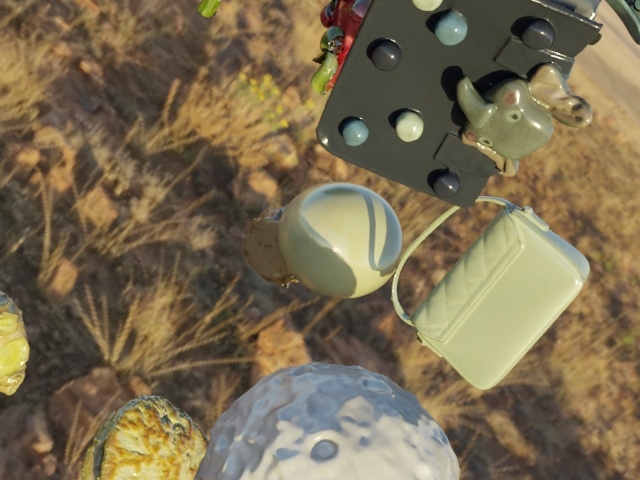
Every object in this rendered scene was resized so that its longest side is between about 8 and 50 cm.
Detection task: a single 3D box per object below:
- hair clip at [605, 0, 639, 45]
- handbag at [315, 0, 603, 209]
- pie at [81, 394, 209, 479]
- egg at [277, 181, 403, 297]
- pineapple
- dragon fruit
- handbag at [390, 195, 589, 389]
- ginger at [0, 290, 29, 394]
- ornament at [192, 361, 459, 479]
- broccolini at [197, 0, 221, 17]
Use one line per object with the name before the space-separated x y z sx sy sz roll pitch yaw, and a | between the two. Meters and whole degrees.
hair clip | 0.370 -0.385 1.354 0.275 0.083 0.048 35 -2 15
handbag | 0.160 -0.179 1.061 0.269 0.326 0.118 24 51 -2
pie | -0.249 0.328 1.351 0.179 0.084 0.205 27 59 -30
egg | 0.032 -0.002 1.488 0.186 0.186 0.241 57 18 26
pineapple | 0.000 0.000 1.750 0.170 0.141 0.310 50 32 17
dragon fruit | 0.100 -0.353 1.560 0.218 0.198 0.273 44 43 -34
handbag | 0.222 0.059 1.291 0.219 0.256 0.079 41 26 10
ginger | -0.474 0.127 1.312 0.157 0.216 0.102 31 46 28
ornament | 0.013 0.323 1.149 0.337 0.337 0.337 38 23 -19
broccolini | -0.179 -0.388 1.181 0.123 0.271 0.062 20 58 14
